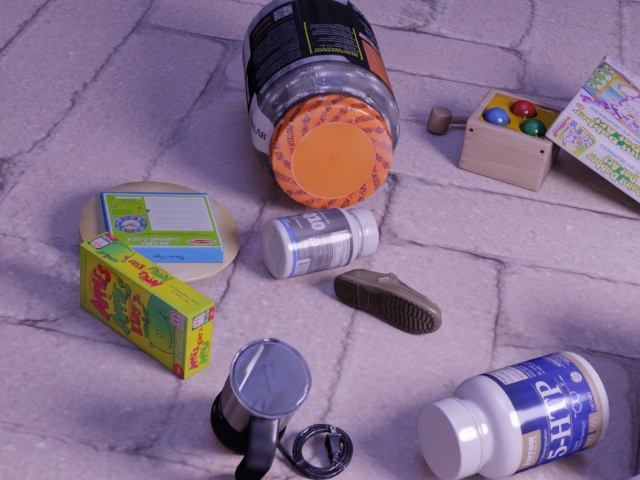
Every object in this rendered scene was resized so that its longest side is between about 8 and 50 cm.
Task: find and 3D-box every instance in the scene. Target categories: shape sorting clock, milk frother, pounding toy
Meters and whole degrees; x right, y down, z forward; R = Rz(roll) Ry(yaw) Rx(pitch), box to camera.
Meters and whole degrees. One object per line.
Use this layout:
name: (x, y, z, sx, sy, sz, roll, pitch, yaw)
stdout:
shape sorting clock: (-0.206, -0.010, 1.644, 0.206, 0.040, 0.206, 9, 33, -6)
milk frother: (-0.029, 0.178, 1.316, 0.143, 0.134, 0.129, -8, 68, -17)
pounding toy: (0.264, -0.182, 1.943, 0.206, 0.094, 0.181, 19, 36, 15)

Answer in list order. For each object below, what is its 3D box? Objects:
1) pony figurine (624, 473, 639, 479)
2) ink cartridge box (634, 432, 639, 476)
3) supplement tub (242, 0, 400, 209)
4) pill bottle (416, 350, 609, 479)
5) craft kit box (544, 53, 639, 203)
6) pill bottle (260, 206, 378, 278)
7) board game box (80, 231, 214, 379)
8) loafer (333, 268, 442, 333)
pony figurine: (0.240, 0.338, 1.034, 0.351, 0.302, 0.363, -3, 33, 14)
ink cartridge box: (0.556, 0.187, 1.374, 0.396, 0.151, 0.270, 13, 46, 10)
supplement tub: (-0.002, -0.201, 1.819, 0.207, 0.207, 0.338, 2, 34, -8)
pill bottle: (0.202, 0.191, 1.365, 0.187, 0.112, 0.112, -13, 39, -27)
craft kit box: (0.480, -0.148, 1.900, 0.250, 0.061, 0.246, 36, 41, 5)
pill bottle: (0.000, 0.000, 1.636, 0.137, 0.078, 0.078, -11, 38, -26)
board game box: (-0.202, 0.073, 1.475, 0.181, 0.092, 0.043, 30, 41, 30)
loafer: (0.088, 0.067, 1.575, 0.148, 0.056, 0.050, 24, 43, 22)
